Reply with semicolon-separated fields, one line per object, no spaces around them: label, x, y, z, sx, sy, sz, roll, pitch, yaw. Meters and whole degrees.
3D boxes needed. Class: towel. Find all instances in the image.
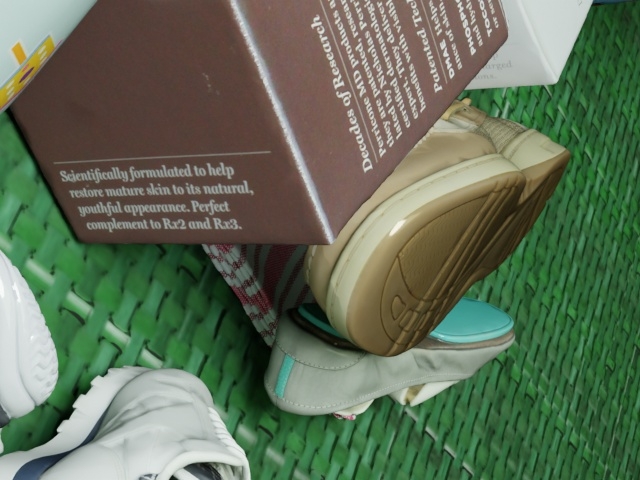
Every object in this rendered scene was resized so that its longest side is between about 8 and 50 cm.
towel;0.000;0.000;0.787;0.197;0.029;0.144;58;46;-34

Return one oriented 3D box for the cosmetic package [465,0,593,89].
cosmetic package;0.088;-0.209;0.804;0.151;0.151;0.184;56;50;-37

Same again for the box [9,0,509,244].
box;-0.037;-0.121;0.622;0.203;0.168;0.167;-49;128;-41

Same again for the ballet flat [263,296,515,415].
ballet flat;0.043;0.072;0.776;0.213;0.072;0.068;1;114;-50

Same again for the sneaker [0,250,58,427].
sneaker;-0.222;-0.004;0.433;0.153;0.101;0.268;-44;109;-25

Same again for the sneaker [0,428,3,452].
sneaker;-0.175;0.105;0.542;0.076;0.065;0.166;-9;94;-36

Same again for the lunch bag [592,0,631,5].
lunch bag;0.221;-0.327;0.922;0.138;0.221;0.293;-13;100;-53

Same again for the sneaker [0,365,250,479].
sneaker;-0.073;0.114;0.581;0.235;0.095;0.090;-54;137;-77

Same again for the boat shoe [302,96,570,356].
boat shoe;0.054;-0.024;0.741;0.121;0.110;0.341;-59;167;17

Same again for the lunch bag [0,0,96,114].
lunch bag;-0.096;-0.152;0.359;0.160;0.223;0.262;35;22;-24
